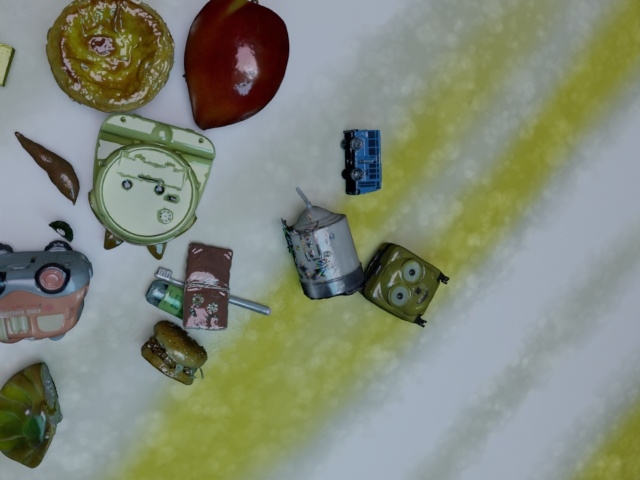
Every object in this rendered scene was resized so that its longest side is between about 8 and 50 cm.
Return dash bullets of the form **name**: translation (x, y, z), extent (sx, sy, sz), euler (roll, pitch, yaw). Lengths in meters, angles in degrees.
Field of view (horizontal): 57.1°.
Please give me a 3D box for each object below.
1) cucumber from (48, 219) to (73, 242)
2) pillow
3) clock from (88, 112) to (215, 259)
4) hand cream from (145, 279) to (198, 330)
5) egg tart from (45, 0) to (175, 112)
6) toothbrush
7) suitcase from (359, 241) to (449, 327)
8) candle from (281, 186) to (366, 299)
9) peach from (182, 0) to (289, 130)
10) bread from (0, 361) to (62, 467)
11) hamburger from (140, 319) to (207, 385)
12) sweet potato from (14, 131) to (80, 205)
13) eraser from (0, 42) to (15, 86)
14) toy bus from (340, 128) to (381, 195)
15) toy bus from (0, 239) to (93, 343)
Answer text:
- **cucumber**: translation (-0.627, -0.027, 1.437), extent (0.067, 0.107, 0.035), euler (46, 73, -17)
- **pillow**: translation (-0.305, 0.125, 1.582), extent (0.126, 0.043, 0.232), euler (7, 78, -23)
- **clock**: translation (-0.434, -0.128, 1.484), extent (0.286, 0.117, 0.348), euler (12, 94, -20)
- **hand cream**: translation (-0.382, 0.166, 1.583), extent (0.175, 0.046, 0.095), euler (30, 83, -22)
- **egg tart**: translation (-0.499, -0.447, 1.414), extent (0.295, 0.116, 0.295), euler (-2, 98, -17)
- **toothbrush**: translation (-0.291, 0.146, 1.624), extent (0.342, 0.025, 0.030), euler (24, 84, -20)
- **suitcase**: translation (0.247, 0.130, 1.747), extent (0.235, 0.143, 0.194), euler (30, 87, -20)
- **candle**: translation (0.000, 0.000, 1.620), extent (0.187, 0.187, 0.330), euler (-21, 103, -16)
- **peach**: translation (-0.216, -0.444, 1.471), extent (0.257, 0.201, 0.362), euler (26, 89, -22)
- **bread**: translation (-0.730, 0.445, 1.445), extent (0.156, 0.158, 0.261), euler (-13, 100, -14)
- **hamburger**: translation (-0.372, 0.296, 1.545), extent (0.185, 0.177, 0.113), euler (34, 78, 7)
- **sweet potato**: translation (-0.651, -0.186, 1.432), extent (0.068, 0.068, 0.226), euler (-40, 95, -10)
- **eraser**: translation (-0.784, -0.421, 1.357), extent (0.122, 0.045, 0.097), euler (15, 93, -22)
- **toy bus**: translation (0.121, -0.224, 1.681), extent (0.106, 0.090, 0.185), euler (-5, 99, -21)
- **toy bus**: translation (-0.692, 0.135, 1.398), extent (0.287, 0.194, 0.232), euler (-2, 106, -20)
